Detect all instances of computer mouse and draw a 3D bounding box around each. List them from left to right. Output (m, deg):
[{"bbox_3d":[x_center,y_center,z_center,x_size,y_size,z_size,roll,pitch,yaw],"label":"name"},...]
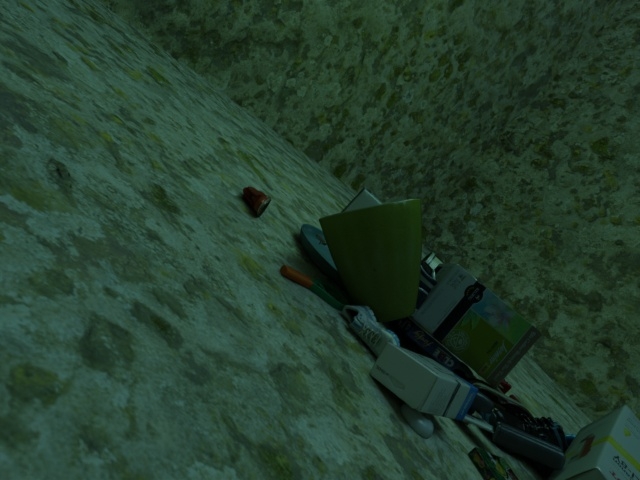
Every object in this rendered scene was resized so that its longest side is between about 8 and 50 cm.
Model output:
[{"bbox_3d":[0.474,0.433,1.672,0.193,0.042,0.106,39,13,-12],"label":"computer mouse"}]

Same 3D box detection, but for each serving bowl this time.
[{"bbox_3d":[0.205,0.368,1.099,0.083,0.027,0.083,39,12,-10],"label":"serving bowl"}]

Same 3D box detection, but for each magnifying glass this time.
[{"bbox_3d":[-0.012,0.115,1.317,0.231,0.026,0.092,34,15,-41],"label":"magnifying glass"}]

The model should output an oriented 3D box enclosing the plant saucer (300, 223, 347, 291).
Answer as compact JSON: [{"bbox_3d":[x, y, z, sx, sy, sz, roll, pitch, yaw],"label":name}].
[{"bbox_3d":[0.051,0.070,1.621,0.318,0.043,0.317,40,12,-10],"label":"plant saucer"}]

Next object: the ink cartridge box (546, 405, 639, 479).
[{"bbox_3d":[0.720,0.601,1.238,0.385,0.160,0.279,-10,58,-51],"label":"ink cartridge box"}]

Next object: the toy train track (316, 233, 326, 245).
[{"bbox_3d":[0.000,0.000,1.575,0.048,0.014,0.083,28,11,-23],"label":"toy train track"}]

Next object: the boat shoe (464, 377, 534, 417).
[{"bbox_3d":[0.524,0.482,1.546,0.257,0.095,0.095,39,7,-11],"label":"boat shoe"}]

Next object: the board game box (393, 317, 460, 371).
[{"bbox_3d":[0.288,0.277,1.514,0.165,0.042,0.243,40,0,-5],"label":"board game box"}]

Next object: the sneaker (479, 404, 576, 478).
[{"bbox_3d":[0.573,0.521,1.446,0.341,0.139,0.125,36,14,-23],"label":"sneaker"}]

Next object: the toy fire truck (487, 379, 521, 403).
[{"bbox_3d":[0.618,0.505,1.858,0.192,0.047,0.135,46,14,21],"label":"toy fire truck"}]

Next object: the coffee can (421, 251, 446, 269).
[{"bbox_3d":[0.472,0.208,2.068,0.275,0.201,0.201,43,12,4],"label":"coffee can"}]

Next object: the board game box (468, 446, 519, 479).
[{"bbox_3d":[0.422,0.560,1.108,0.136,0.030,0.259,30,17,-36],"label":"board game box"}]

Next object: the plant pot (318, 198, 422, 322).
[{"bbox_3d":[0.158,0.060,1.405,0.275,0.275,0.293,-8,86,-74],"label":"plant pot"}]

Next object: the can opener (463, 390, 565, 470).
[{"bbox_3d":[0.449,0.446,1.279,0.284,0.095,0.076,20,0,18],"label":"can opener"}]

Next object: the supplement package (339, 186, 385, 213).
[{"bbox_3d":[0.210,-0.058,2.170,0.262,0.204,0.145,42,13,-4],"label":"supplement package"}]

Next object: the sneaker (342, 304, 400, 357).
[{"bbox_3d":[0.112,0.218,1.264,0.083,0.071,0.191,23,13,-41],"label":"sneaker"}]

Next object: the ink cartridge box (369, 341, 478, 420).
[{"bbox_3d":[0.228,0.309,1.156,0.148,0.085,0.203,29,0,44],"label":"ink cartridge box"}]

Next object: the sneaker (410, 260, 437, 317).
[{"bbox_3d":[0.237,0.097,1.600,0.099,0.153,0.282,33,8,-39],"label":"sneaker"}]

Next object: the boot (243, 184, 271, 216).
[{"bbox_3d":[-0.187,-0.117,1.507,0.085,0.059,0.158,36,5,-13],"label":"boot"}]

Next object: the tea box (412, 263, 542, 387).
[{"bbox_3d":[0.463,0.252,1.685,0.324,0.220,0.329,39,1,5],"label":"tea box"}]
